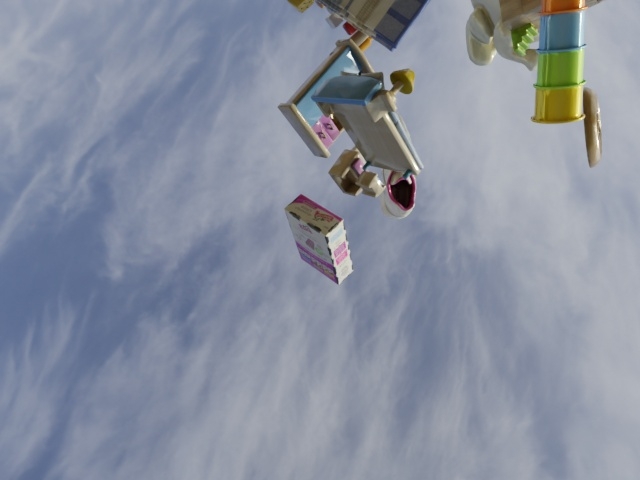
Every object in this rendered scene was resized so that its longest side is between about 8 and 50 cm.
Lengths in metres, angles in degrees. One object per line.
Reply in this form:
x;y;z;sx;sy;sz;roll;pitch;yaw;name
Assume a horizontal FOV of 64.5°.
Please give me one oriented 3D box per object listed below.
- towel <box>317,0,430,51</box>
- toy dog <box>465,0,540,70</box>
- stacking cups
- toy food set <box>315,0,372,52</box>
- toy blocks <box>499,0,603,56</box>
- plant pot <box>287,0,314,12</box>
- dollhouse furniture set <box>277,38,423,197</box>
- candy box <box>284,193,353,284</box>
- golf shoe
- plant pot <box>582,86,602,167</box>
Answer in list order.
0.100;-0.556;1.071;0.285;0.034;0.209;36;-84;7;towel
0.608;-0.695;1.442;0.285;0.395;0.408;-18;-159;0;toy dog
0.427;-0.375;0.906;0.096;0.316;0.096;-7;-160;3;stacking cups
0.095;-0.712;1.619;0.104;0.232;0.111;-44;-155;-2;toy food set
0.526;-0.649;1.120;0.261;0.191;0.381;-14;-103;41;toy blocks
-0.065;-0.732;1.512;0.081;0.081;0.083;-35;-99;15;plant pot
0.124;-0.227;0.957;0.198;0.286;0.303;-51;-143;-13;dollhouse furniture set
0.000;0.000;1.392;0.159;0.233;0.071;33;-114;31;candy box
0.208;-0.209;1.360;0.115;0.140;0.306;-10;-86;-3;golf shoe
0.790;-0.328;1.469;0.032;0.236;0.236;-3;-118;33;plant pot
